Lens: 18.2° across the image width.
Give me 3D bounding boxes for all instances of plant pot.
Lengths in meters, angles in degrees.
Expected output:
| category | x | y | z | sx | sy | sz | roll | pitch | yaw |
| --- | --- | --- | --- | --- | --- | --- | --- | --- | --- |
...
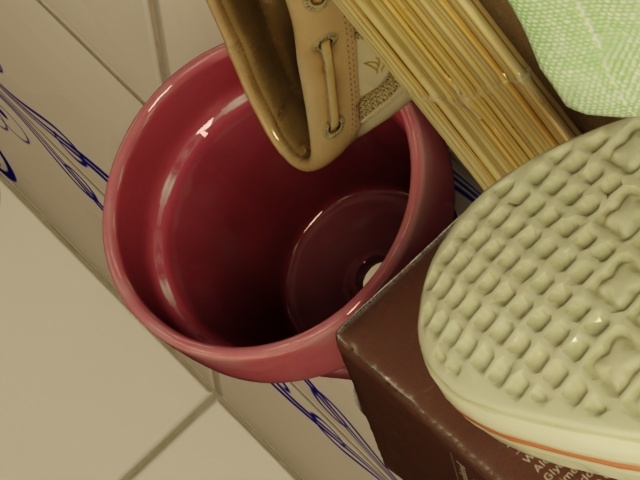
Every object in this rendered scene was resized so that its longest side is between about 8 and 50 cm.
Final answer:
| category | x | y | z | sx | sy | sz | roll | pitch | yaw |
| --- | --- | --- | --- | --- | --- | --- | --- | --- | --- |
| plant pot | 0.000 | 0.000 | 1.180 | 0.201 | 0.201 | 0.180 | 39 | 180 | 31 |

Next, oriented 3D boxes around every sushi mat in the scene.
| category | x | y | z | sx | sy | sz | roll | pitch | yaw |
| --- | --- | --- | --- | --- | --- | --- | --- | --- | --- |
| sushi mat | 0.059 | -0.063 | 0.796 | 0.316 | 0.019 | 0.151 | 51 | 169 | -13 |

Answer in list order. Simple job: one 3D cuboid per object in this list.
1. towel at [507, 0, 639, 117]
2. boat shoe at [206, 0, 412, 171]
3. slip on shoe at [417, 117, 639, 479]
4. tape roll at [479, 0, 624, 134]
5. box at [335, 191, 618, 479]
| category | x | y | z | sx | sy | sz | roll | pitch | yaw |
| --- | --- | --- | --- | --- | --- | --- | --- | --- | --- |
| towel | 0.130 | -0.120 | 0.285 | 0.325 | 0.038 | 0.248 | 0 | 131 | 42 |
| boat shoe | -0.033 | -0.163 | 0.928 | 0.121 | 0.110 | 0.341 | 35 | 163 | 44 |
| slip on shoe | 0.184 | 0.028 | 0.518 | 0.331 | 0.123 | 0.101 | -1 | 144 | 23 |
| tape roll | 0.094 | -0.121 | 0.699 | 0.392 | 0.072 | 0.392 | 46 | 168 | 12 |
| box | 0.144 | 0.086 | 0.979 | 0.203 | 0.167 | 0.168 | 41 | 167 | 26 |
